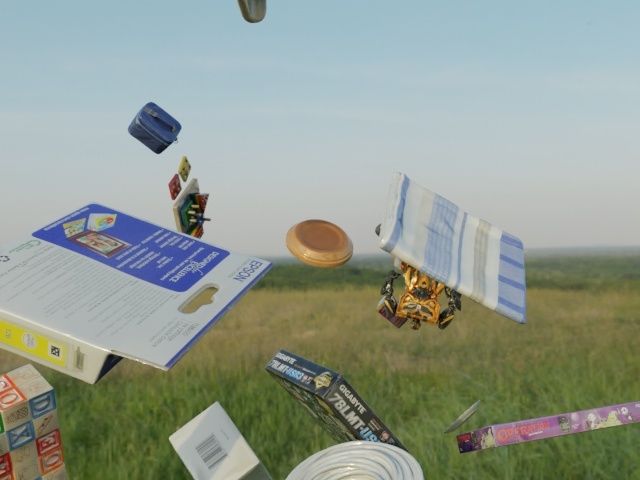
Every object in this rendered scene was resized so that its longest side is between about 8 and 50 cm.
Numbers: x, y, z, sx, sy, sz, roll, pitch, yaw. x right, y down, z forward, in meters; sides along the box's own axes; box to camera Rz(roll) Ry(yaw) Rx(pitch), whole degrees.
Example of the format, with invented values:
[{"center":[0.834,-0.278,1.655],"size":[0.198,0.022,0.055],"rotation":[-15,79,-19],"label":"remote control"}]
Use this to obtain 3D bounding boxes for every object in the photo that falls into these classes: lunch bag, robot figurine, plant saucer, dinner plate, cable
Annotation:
[{"center":[-0.334,-0.230,1.417],"size":[0.098,0.067,0.065],"rotation":[36,-43,-20],"label":"lunch bag"},{"center":[0.269,0.087,1.770],"size":[0.211,0.291,0.085],"rotation":[11,-2,11],"label":"robot figurine"},{"center":[0.000,0.000,1.985],"size":[0.200,0.037,0.200],"rotation":[9,38,-7],"label":"plant saucer"},{"center":[0.409,0.509,1.978],"size":[0.017,0.141,0.141],"rotation":[46,20,21],"label":"dinner plate"},{"center":[0.049,0.439,1.141],"size":[0.257,0.089,0.257],"rotation":[-7,20,21],"label":"cable"}]

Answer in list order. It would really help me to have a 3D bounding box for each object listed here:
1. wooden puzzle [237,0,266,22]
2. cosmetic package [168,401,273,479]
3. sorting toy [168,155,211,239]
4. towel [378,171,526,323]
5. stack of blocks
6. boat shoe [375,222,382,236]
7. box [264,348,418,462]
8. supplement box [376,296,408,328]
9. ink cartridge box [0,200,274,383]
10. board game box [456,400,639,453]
[{"center":[-0.122,-0.575,1.109],"size":[0.080,0.322,0.348],"rotation":[-3,-12,8],"label":"wooden puzzle"},{"center":[-0.244,0.581,1.791],"size":[0.155,0.197,0.365],"rotation":[-36,-24,-14],"label":"cosmetic package"},{"center":[-0.309,-0.070,1.703],"size":[0.046,0.274,0.132],"rotation":[6,38,13],"label":"sorting toy"},{"center":[0.231,0.006,1.176],"size":[0.285,0.209,0.034],"rotation":[29,-51,-8],"label":"towel"},{"center":[-0.527,0.374,1.150],"size":[0.087,0.297,0.171],"rotation":[29,36,36],"label":"stack of blocks"},{"center":[0.204,-0.053,1.610],"size":[0.065,0.075,0.206],"rotation":[13,31,39],"label":"boat shoe"},{"center":[0.041,0.387,1.556],"size":[0.073,0.295,0.293],"rotation":[-48,22,-19],"label":"box"},{"center":[0.201,0.193,1.908],"size":[0.083,0.043,0.055],"rotation":[39,26,-2],"label":"supplement box"},{"center":[-0.258,0.063,0.890],"size":[0.307,0.072,0.303],"rotation":[20,26,12],"label":"ink cartridge box"},{"center":[0.491,0.404,1.489],"size":[0.347,0.056,0.208],"rotation":[-5,-16,-13],"label":"board game box"}]
